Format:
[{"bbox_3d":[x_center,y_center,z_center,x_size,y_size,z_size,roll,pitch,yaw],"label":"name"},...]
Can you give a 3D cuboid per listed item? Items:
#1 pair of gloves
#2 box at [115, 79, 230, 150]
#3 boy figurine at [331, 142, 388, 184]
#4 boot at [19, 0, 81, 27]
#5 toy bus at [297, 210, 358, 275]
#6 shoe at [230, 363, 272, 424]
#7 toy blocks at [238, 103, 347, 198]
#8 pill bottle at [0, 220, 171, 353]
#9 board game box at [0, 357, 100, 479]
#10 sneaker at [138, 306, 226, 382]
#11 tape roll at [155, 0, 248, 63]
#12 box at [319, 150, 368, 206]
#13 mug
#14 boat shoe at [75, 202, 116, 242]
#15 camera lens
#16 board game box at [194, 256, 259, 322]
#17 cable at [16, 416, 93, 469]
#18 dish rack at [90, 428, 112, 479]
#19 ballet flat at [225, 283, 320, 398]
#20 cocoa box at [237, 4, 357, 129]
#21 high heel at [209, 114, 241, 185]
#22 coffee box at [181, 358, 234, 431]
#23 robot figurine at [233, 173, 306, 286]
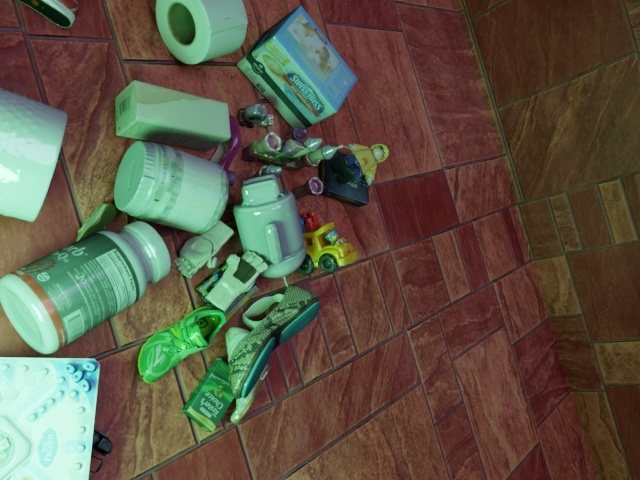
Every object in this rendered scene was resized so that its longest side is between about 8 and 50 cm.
[{"bbox_3d":[-0.303,0.067,1.641,0.240,0.042,0.204,44,70,9],"label":"pair of gloves"},{"bbox_3d":[-0.442,-0.368,1.652,0.311,0.148,0.121,4,76,-44],"label":"box"},{"bbox_3d":[0.171,-0.308,2.165,0.285,0.092,0.177,-28,94,-43],"label":"boy figurine"},{"bbox_3d":[-0.767,-0.727,1.491,0.244,0.089,0.176,33,57,-42],"label":"boot"},{"bbox_3d":[0.000,0.000,1.886,0.149,0.220,0.211,-23,104,-58],"label":"toy bus"},{"bbox_3d":[-0.225,0.466,1.686,0.058,0.076,0.219,33,49,-1],"label":"shoe"},{"bbox_3d":[-0.097,-0.326,1.881,0.289,0.260,0.308,6,75,-41],"label":"toy blocks"},{"bbox_3d":[-0.571,0.101,1.358,0.363,0.210,0.210,-36,103,-43],"label":"pill bottle"},{"bbox_3d":[-0.694,0.445,1.150,0.390,0.050,0.389,5,75,-17],"label":"board game box"},{"bbox_3d":[-0.387,0.279,1.536,0.295,0.124,0.109,-42,107,-37],"label":"sneaker"},{"bbox_3d":[-0.379,-0.702,1.733,0.169,0.246,0.246,-36,104,-42],"label":"tape roll"},{"bbox_3d":[0.096,-0.249,2.179,0.233,0.059,0.183,15,69,-40],"label":"box"},{"bbox_3d":[-0.787,-0.250,1.243,0.328,0.276,0.374,17,37,-31],"label":"mug"},{"bbox_3d":[-0.615,-0.038,1.475,0.056,0.048,0.153,56,51,-49],"label":"boat shoe"},{"bbox_3d":[-0.418,-0.148,1.561,0.274,0.219,0.219,16,68,-39],"label":"camera lens"},{"bbox_3d":[-0.292,0.153,1.716,0.170,0.048,0.141,-46,112,-40],"label":"board game box"},{"bbox_3d":[-0.620,0.469,1.232,0.151,0.047,0.184,-37,98,-31],"label":"cable"},{"bbox_3d":[-0.636,0.547,1.274,0.208,0.074,0.271,43,55,-24],"label":"dish rack"},{"bbox_3d":[-0.182,0.292,1.707,0.182,0.164,0.483,28,40,15],"label":"ballet flat"},{"bbox_3d":[-0.078,-0.620,2.001,0.347,0.228,0.231,46,52,-24],"label":"cocoa box"},{"bbox_3d":[-0.330,-0.301,1.784,0.117,0.082,0.243,8,86,-52],"label":"high heel"},{"bbox_3d":[-0.315,0.458,1.615,0.113,0.040,0.184,50,50,-21],"label":"coffee box"},{"bbox_3d":[-0.160,-0.029,1.749,0.300,0.200,0.353,-105,-177,-69],"label":"robot figurine"}]
